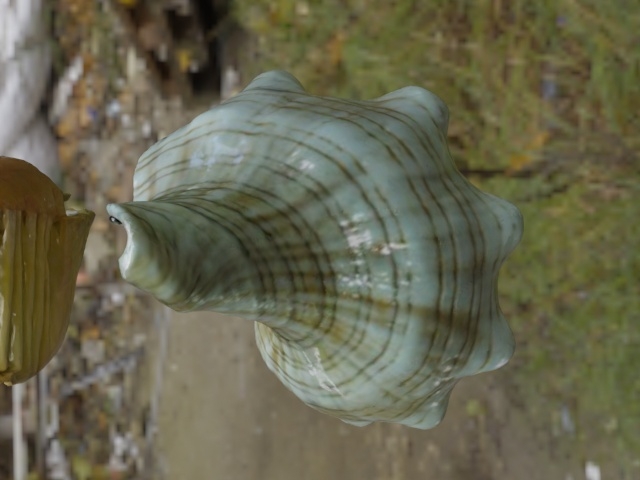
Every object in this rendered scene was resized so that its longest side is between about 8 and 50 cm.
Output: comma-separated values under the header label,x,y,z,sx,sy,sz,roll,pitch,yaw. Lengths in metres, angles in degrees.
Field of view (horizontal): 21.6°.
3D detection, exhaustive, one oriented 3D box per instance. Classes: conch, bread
label,x,y,z,sx,sy,sz,roll,pitch,yaw
conch,0.011,-0.009,0.887,0.203,0.169,0.386,49,-178,25
bread,-0.234,0.014,1.009,0.250,0.179,0.133,-9,-80,-82
